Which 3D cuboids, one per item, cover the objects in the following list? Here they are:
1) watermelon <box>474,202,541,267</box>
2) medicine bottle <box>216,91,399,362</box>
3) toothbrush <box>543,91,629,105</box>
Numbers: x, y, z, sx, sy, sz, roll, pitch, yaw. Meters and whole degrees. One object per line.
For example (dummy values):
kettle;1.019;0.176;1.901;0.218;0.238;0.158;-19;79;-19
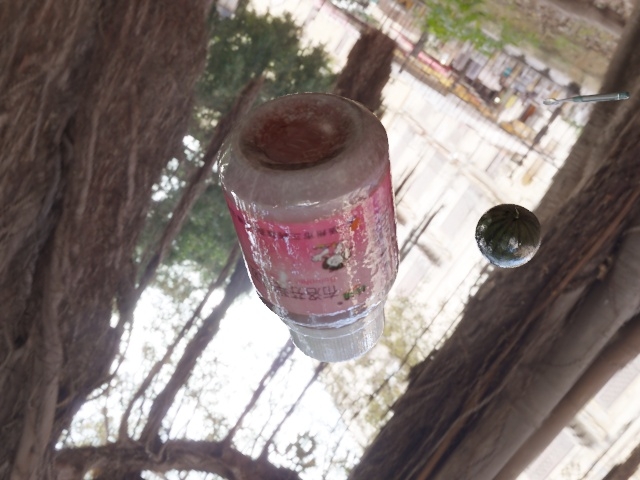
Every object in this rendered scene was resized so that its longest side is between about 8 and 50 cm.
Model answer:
watermelon;0.302;-0.015;1.131;0.105;0.105;0.133;40;157;20
medicine bottle;0.000;0.000;0.636;0.147;0.147;0.247;50;160;42
toothbrush;0.385;-0.206;1.032;0.014;0.011;0.167;3;-175;-23
